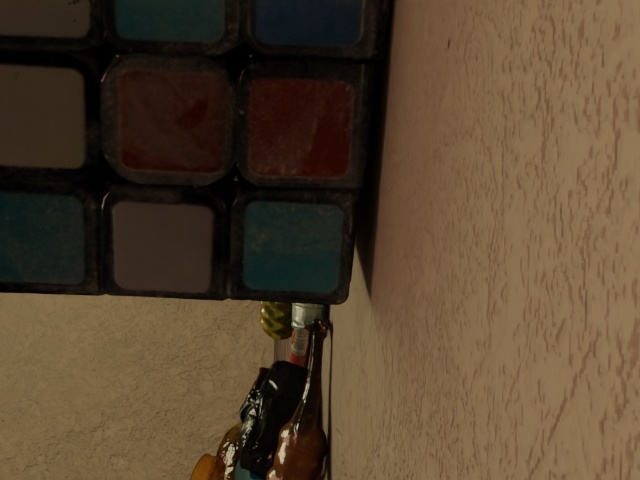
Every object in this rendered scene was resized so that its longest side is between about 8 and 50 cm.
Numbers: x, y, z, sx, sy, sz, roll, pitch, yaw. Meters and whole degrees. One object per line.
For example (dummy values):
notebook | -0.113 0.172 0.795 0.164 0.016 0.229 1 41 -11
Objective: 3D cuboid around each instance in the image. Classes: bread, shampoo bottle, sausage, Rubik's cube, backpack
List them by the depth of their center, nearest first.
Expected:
Rubik's cube | -0.132 -0.164 0.877 0.362 0.364 0.358 -103 18 -67
shampoo bottle | -0.013 0.014 1.186 0.072 0.049 0.212 -138 50 -83
backpack | -0.068 0.260 1.271 0.165 0.106 0.120 -62 -12 -48
sausage | -0.032 0.160 1.476 0.253 0.034 0.034 99 171 -51
bread | -0.059 0.085 1.480 0.269 0.087 0.098 98 171 -60

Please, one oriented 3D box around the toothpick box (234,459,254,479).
toothpick box | -0.081 0.433 1.474 0.184 0.121 0.120 -113 25 -70

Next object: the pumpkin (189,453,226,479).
pumpkin | -0.136 0.517 1.525 0.095 0.258 0.290 -50 4 3

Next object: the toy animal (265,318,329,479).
toy animal | -0.018 0.241 1.146 0.229 0.067 0.224 83 -159 -44

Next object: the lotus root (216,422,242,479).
lotus root | -0.133 0.471 1.764 0.141 0.170 0.313 146 127 -67

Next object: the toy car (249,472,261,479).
toy car | -0.064 0.343 1.385 0.191 0.100 0.097 -97 7 -79
